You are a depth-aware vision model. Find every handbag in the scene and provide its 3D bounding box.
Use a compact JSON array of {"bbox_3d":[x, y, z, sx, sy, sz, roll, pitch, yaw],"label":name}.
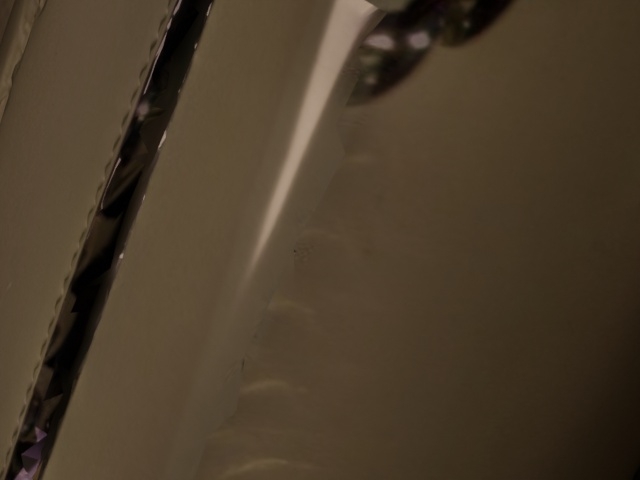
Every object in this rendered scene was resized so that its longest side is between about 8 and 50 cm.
[{"bbox_3d":[0.000,0.000,0.478,0.237,0.160,0.359,-109,37,-63],"label":"handbag"}]
